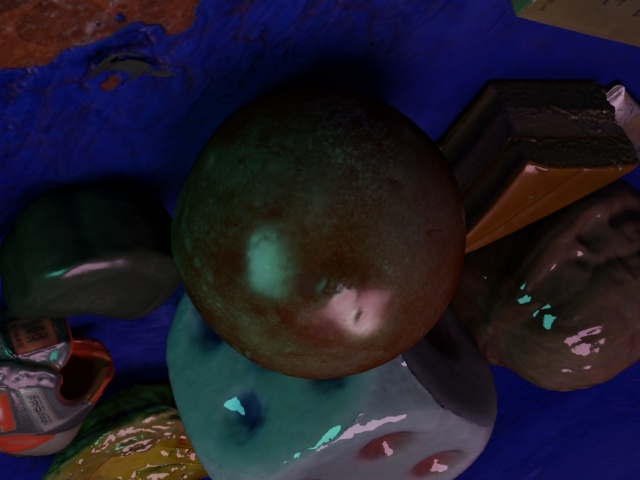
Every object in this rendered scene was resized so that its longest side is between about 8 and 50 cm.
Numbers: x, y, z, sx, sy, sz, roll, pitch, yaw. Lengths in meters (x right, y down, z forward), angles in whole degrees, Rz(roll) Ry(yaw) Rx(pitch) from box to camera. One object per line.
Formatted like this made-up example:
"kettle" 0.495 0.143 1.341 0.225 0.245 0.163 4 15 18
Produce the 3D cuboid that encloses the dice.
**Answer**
"dice" 0.013 0.142 1.742 0.262 0.265 0.268 -32 151 21

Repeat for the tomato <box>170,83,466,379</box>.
"tomato" 0.000 0.000 1.468 0.270 0.223 0.270 -3 118 -5

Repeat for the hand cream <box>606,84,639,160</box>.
"hand cream" 0.343 -0.113 1.748 0.067 0.042 0.194 -34 145 26

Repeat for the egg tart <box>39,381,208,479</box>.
"egg tart" -0.217 0.249 1.970 0.278 0.095 0.279 -18 157 -8

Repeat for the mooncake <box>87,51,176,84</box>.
"mooncake" -0.151 -0.213 1.234 0.150 0.057 0.347 5 147 -18

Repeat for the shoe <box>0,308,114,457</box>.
"shoe" -0.332 0.127 1.650 0.171 0.132 0.336 -39 149 23

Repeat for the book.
"book" 0.306 -0.245 1.506 0.231 0.026 0.161 7 143 -40

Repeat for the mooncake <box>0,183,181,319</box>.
"mooncake" -0.218 0.020 1.551 0.168 0.104 0.175 -28 153 8

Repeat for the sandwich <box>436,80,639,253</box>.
"sandwich" 0.202 -0.066 1.656 0.144 0.117 0.187 3 143 -32

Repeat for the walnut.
"walnut" 0.250 0.040 1.732 0.248 0.248 0.248 -16 151 -9
